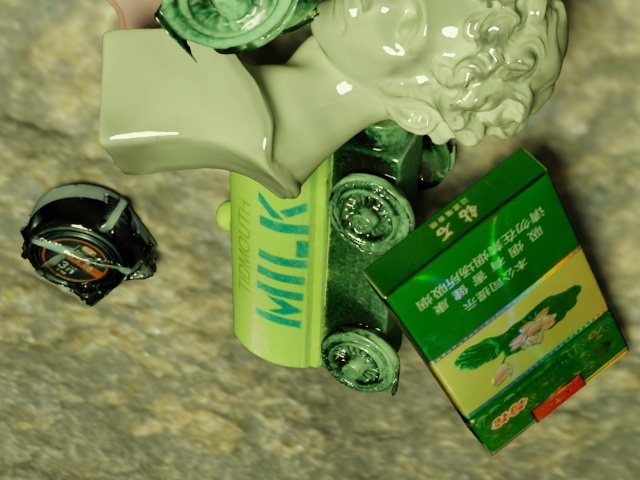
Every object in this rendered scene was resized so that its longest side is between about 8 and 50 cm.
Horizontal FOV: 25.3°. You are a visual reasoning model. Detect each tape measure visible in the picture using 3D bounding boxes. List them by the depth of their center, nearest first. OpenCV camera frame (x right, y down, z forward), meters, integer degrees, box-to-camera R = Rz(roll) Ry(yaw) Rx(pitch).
[{"bbox_3d":[-0.172,0.002,1.056,0.091,0.054,0.094,-23,131,29],"label":"tape measure"}]

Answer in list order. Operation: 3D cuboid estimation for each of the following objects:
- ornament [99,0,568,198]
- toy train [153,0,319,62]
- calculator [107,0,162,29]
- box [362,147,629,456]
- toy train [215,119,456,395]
[{"bbox_3d":[0.006,-0.091,0.836,0.285,0.120,0.130,-16,170,16],"label":"ornament"},{"bbox_3d":[-0.051,-0.224,0.658,0.202,0.120,0.301,-33,133,13],"label":"toy train"},{"bbox_3d":[-0.034,-0.234,0.805,0.330,0.048,0.220,-25,123,29],"label":"calculator"},{"bbox_3d":[0.127,0.050,0.968,0.132,0.034,0.235,-38,139,-3],"label":"box"},{"bbox_3d":[0.000,0.000,0.991,0.157,0.105,0.253,16,135,16],"label":"toy train"}]
